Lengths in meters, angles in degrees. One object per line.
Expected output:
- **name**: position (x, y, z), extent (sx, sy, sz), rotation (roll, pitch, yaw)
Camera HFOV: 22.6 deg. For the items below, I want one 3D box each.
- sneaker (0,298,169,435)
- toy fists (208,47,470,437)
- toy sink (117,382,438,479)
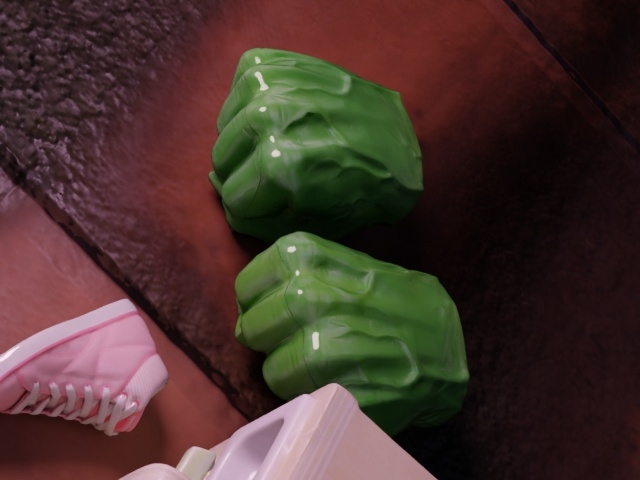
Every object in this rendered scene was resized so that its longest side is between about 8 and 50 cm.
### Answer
- **sneaker**: position (-0.140, 0.085, 0.918), extent (0.134, 0.051, 0.070), rotation (-24, 78, -48)
- **toy fists**: position (0.000, 0.000, 1.053), extent (0.142, 0.096, 0.279), rotation (15, 56, -45)
- **toy sink**: position (-0.018, 0.178, 0.899), extent (0.234, 0.153, 0.131), rotation (42, 47, -13)
